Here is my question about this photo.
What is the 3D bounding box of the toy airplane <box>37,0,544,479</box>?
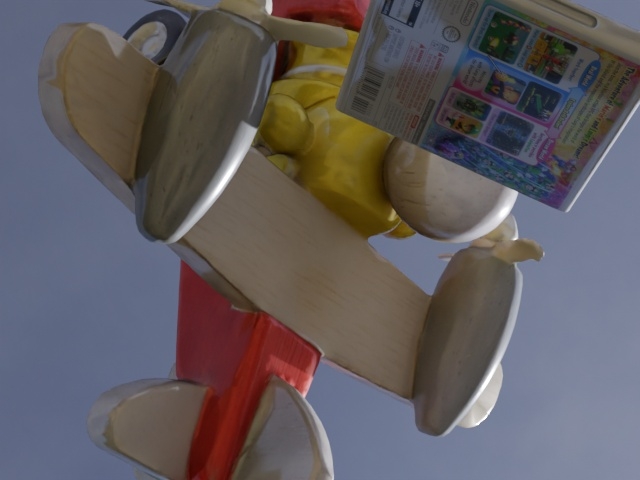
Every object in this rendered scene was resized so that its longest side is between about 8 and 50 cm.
[{"bbox_3d":[0.000,0.000,1.048,0.272,0.386,0.384,-15,-80,28],"label":"toy airplane"}]

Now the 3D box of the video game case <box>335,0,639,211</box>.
[{"bbox_3d":[0.087,-0.083,0.838,0.143,0.157,0.019,24,-118,2],"label":"video game case"}]
